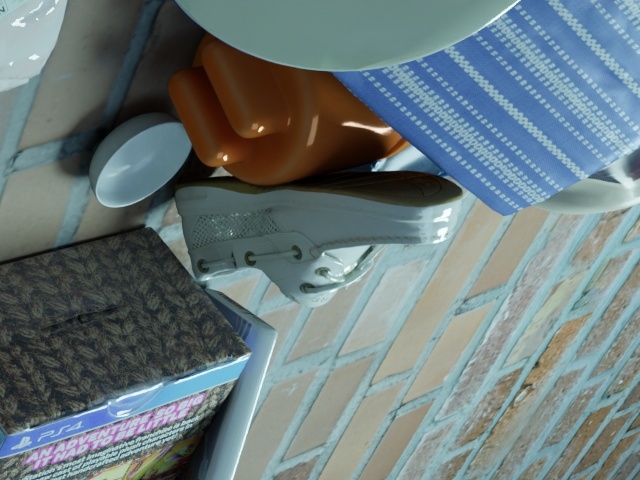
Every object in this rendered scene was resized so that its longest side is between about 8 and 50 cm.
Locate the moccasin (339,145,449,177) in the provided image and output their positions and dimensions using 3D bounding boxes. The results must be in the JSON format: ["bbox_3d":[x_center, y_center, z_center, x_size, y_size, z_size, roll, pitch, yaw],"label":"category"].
[{"bbox_3d":[0.169,-0.132,1.578,0.342,0.117,0.138,-37,156,-8],"label":"moccasin"}]

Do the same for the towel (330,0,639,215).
[{"bbox_3d":[0.194,-0.153,1.241,0.336,0.040,0.243,-31,137,23],"label":"towel"}]

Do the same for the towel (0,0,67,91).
[{"bbox_3d":[-0.261,-0.157,0.984,0.331,0.053,0.317,-22,149,-36],"label":"towel"}]

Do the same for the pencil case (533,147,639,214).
[{"bbox_3d":[0.180,-0.198,1.331,0.183,0.160,0.410,-22,139,-8],"label":"pencil case"}]

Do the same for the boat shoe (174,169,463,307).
[{"bbox_3d":[0.000,0.000,1.388,0.098,0.096,0.277,-8,-174,-39],"label":"boat shoe"}]

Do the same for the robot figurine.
[{"bbox_3d":[-0.005,-0.109,1.355,0.219,0.128,0.158,-14,126,-44],"label":"robot figurine"}]

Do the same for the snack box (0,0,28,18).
[{"bbox_3d":[-0.268,-0.119,0.899,0.322,0.060,0.187,-35,155,-14],"label":"snack box"}]

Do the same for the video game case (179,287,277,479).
[{"bbox_3d":[-0.096,0.149,1.550,0.023,0.183,0.201,17,93,-18],"label":"video game case"}]

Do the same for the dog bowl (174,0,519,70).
[{"bbox_3d":[0.018,-0.228,1.066,0.264,0.104,0.265,-7,132,-8],"label":"dog bowl"}]

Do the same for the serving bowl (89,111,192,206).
[{"bbox_3d":[-0.133,-0.062,1.366,0.083,0.027,0.083,-32,154,-18],"label":"serving bowl"}]

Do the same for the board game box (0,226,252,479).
[{"bbox_3d":[-0.227,0.158,1.467,0.232,0.141,0.291,-16,146,-44],"label":"board game box"}]
